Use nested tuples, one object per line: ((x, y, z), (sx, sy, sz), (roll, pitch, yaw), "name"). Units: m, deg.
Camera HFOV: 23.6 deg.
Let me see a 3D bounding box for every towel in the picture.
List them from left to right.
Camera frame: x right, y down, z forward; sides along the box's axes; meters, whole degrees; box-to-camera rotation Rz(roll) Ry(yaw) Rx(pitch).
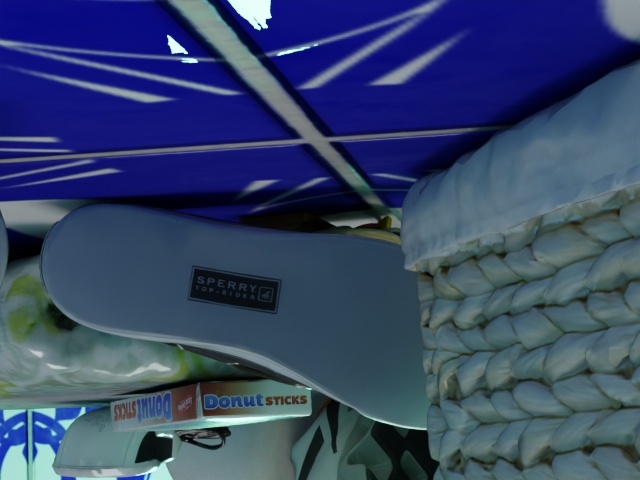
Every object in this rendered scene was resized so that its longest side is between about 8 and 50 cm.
((-0.077, 0.055, 0.978), (0.374, 0.090, 0.320), (1, 170, -32), "towel")

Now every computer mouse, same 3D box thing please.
((-0.130, 0.133, 1.062), (0.106, 0.042, 0.193), (0, 178, 7), "computer mouse")

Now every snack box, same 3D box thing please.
((-0.067, 0.096, 0.876), (0.064, 0.022, 0.178), (1, 171, -22), "snack box")

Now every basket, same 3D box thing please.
((0.226, 0.081, 0.527), (0.328, 0.266, 0.331), (0, 172, -13), "basket")

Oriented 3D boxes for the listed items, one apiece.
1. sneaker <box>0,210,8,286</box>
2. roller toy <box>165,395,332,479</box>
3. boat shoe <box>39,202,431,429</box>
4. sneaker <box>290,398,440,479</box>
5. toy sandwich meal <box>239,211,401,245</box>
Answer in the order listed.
((-0.234, 0.014, 0.511), (0.256, 0.094, 0.151), (0, 176, -11), "sneaker")
((-0.035, 0.150, 1.285), (0.146, 0.191, 0.209), (9, -162, 42), "roller toy")
((-0.014, 0.033, 0.710), (0.228, 0.080, 0.076), (10, 180, 3), "boat shoe")
((0.049, 0.146, 1.194), (0.146, 0.122, 0.330), (-31, -173, 32), "sneaker")
((0.000, 0.000, 0.768), (0.086, 0.029, 0.085), (-7, 163, -2), "toy sandwich meal")
